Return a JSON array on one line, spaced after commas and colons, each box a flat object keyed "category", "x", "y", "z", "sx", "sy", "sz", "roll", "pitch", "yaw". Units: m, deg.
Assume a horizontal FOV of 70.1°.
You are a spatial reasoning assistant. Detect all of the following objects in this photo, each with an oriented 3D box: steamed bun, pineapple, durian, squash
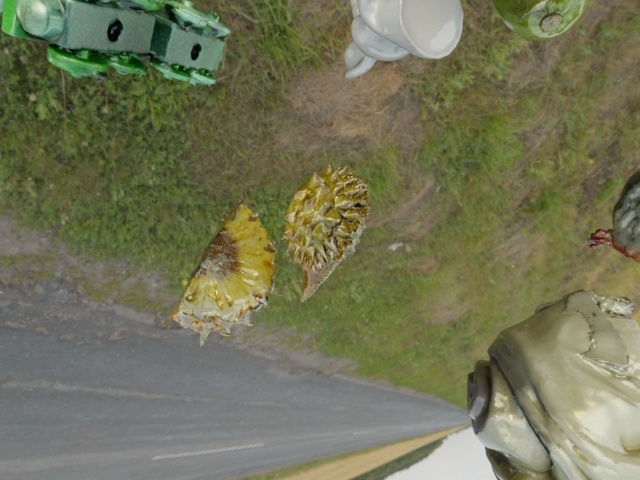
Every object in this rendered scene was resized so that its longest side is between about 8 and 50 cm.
[{"category": "steamed bun", "x": 0.349, "y": 0.267, "z": 0.724, "sx": 0.237, "sy": 0.395, "sz": 0.346, "roll": 2, "pitch": -177, "yaw": -4}, {"category": "pineapple", "x": -0.126, "y": 0.058, "z": 0.708, "sx": 0.135, "sy": 0.233, "sz": 0.079, "roll": 30, "pitch": 141, "yaw": -16}, {"category": "durian", "x": 0.012, "y": 0.004, "z": 0.672, "sx": 0.140, "sy": 0.078, "sz": 0.225, "roll": -6, "pitch": 118, "yaw": -40}, {"category": "squash", "x": 0.199, "y": -0.311, "z": 0.480, "sx": 0.094, "sy": 0.341, "sz": 0.095, "roll": -1, "pitch": 138, "yaw": -1}]

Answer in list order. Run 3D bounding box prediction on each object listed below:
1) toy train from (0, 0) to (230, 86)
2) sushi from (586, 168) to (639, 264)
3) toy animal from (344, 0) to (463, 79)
[{"category": "toy train", "x": -0.180, "y": -0.198, "z": 0.418, "sx": 0.085, "sy": 0.119, "sz": 0.251, "roll": -66, "pitch": 170, "yaw": 20}, {"category": "sushi", "x": 0.439, "y": -0.068, "z": 0.489, "sx": 0.124, "sy": 0.130, "sz": 0.332, "roll": 10, "pitch": 136, "yaw": -10}, {"category": "toy animal", "x": 0.076, "y": -0.289, "z": 0.614, "sx": 0.130, "sy": 0.220, "sz": 0.104, "roll": 25, "pitch": 89, "yaw": -27}]
